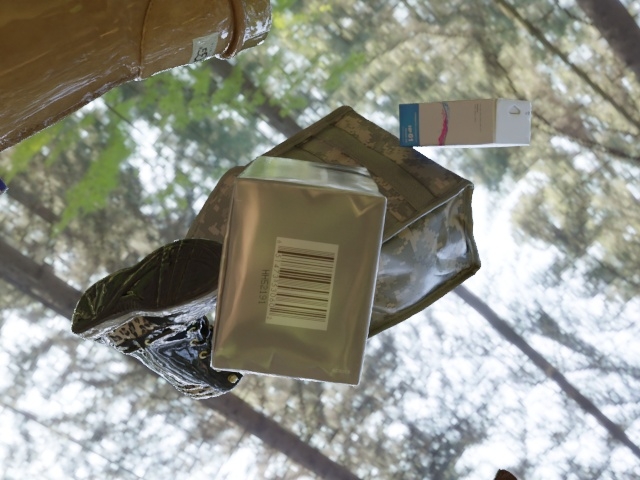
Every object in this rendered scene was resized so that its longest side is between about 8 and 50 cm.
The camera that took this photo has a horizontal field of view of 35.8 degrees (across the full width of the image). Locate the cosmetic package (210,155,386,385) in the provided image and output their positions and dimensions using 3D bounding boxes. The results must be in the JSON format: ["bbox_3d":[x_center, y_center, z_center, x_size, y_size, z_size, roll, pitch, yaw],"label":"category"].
[{"bbox_3d":[-0.014,0.010,0.713,0.238,0.107,0.127,-113,-150,-83],"label":"cosmetic package"}]

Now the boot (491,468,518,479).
[{"bbox_3d":[0.150,0.362,0.929,0.206,0.249,0.090,-37,-150,-23],"label":"boot"}]

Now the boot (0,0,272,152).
[{"bbox_3d":[-0.185,-0.154,0.506,0.269,0.236,0.089,-27,167,-29],"label":"boot"}]

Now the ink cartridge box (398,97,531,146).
[{"bbox_3d":[0.161,-0.129,1.103,0.122,0.088,0.052,1,-85,39],"label":"ink cartridge box"}]

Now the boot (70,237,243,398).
[{"bbox_3d":[-0.131,0.090,1.060,0.236,0.178,0.085,-19,-135,35],"label":"boot"}]

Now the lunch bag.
[{"bbox_3d":[0.000,0.000,1.149,0.287,0.169,0.235,-33,-135,-19],"label":"lunch bag"}]

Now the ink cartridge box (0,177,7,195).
[{"bbox_3d":[-0.423,0.004,0.693,0.371,0.176,0.069,-43,-165,-29],"label":"ink cartridge box"}]
